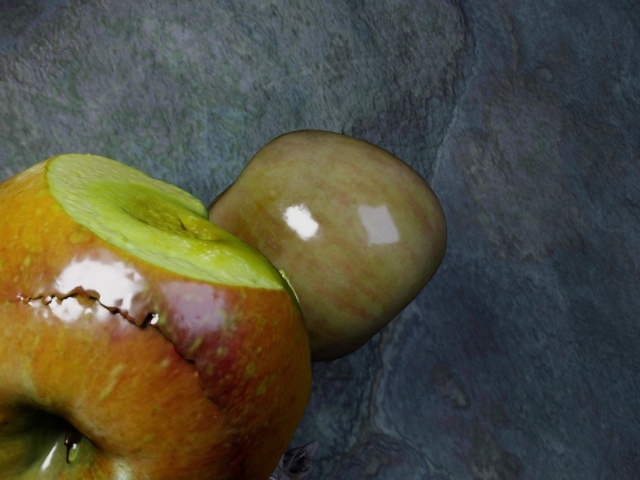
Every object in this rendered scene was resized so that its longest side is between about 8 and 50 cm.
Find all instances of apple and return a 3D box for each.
[{"bbox_3d":[0.000,0.000,1.831,0.234,0.257,0.257,44,38,1],"label":"apple"},{"bbox_3d":[-0.175,0.093,1.452,0.374,0.384,0.374,43,39,-48],"label":"apple"}]

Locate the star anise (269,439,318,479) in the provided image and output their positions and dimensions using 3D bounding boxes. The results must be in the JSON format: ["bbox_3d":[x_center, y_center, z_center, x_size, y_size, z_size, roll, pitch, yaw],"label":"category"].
[{"bbox_3d":[-0.068,0.268,1.693,0.236,0.109,0.223,15,49,-60],"label":"star anise"}]
